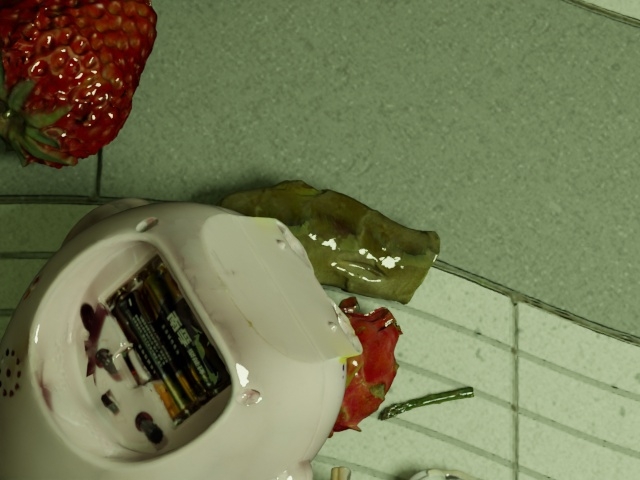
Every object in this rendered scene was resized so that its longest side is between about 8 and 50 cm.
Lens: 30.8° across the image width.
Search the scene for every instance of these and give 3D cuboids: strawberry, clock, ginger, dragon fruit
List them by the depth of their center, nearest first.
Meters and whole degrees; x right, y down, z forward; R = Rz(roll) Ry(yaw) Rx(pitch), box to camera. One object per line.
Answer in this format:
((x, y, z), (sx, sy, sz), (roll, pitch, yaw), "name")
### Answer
((-0.181, 0.151, 1.174), (0.376, 0.250, 0.368), (-39, 72, 19), "clock")
((0.023, 0.138, 1.288), (0.166, 0.133, 0.136), (-43, 78, -8), "dragon fruit")
((-0.279, -0.213, 1.316), (0.205, 0.205, 0.244), (38, 60, 3), "strawberry")
((0.000, 0.000, 1.324), (0.263, 0.109, 0.116), (12, 51, -2), "ginger")

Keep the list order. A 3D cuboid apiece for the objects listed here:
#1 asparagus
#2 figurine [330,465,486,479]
((0.123, 0.188, 1.345), (0.114, 0.014, 0.015), (-13, 64, -5), "asparagus")
((0.119, 0.317, 1.257), (0.236, 0.141, 0.163), (9, 52, -3), "figurine")
